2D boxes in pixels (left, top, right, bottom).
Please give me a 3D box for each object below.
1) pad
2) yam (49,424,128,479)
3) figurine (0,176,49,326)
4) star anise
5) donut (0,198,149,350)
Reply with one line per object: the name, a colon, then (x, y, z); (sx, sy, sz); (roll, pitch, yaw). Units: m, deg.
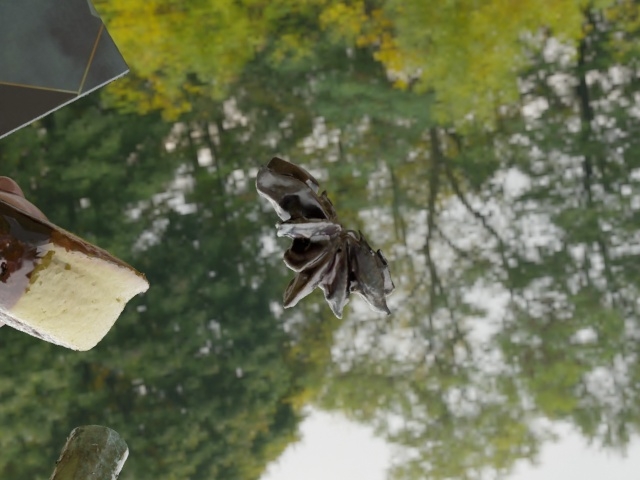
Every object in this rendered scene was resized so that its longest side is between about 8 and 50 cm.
pad: (-0.298, -0.219, 1.058); (0.163, 0.243, 0.004); (-31, -176, -14)
yam: (-0.252, 0.261, 1.228); (0.068, 0.068, 0.169); (-6, -150, 14)
figurine: (-0.430, 0.012, 1.558); (0.173, 0.173, 0.173); (-8, -171, 1)
star anise: (-0.001, 0.001, 1.653); (0.129, 0.283, 0.212); (-29, -144, 17)
donut: (-0.220, 0.018, 0.854); (0.184, 0.073, 0.166); (33, 166, -27)
